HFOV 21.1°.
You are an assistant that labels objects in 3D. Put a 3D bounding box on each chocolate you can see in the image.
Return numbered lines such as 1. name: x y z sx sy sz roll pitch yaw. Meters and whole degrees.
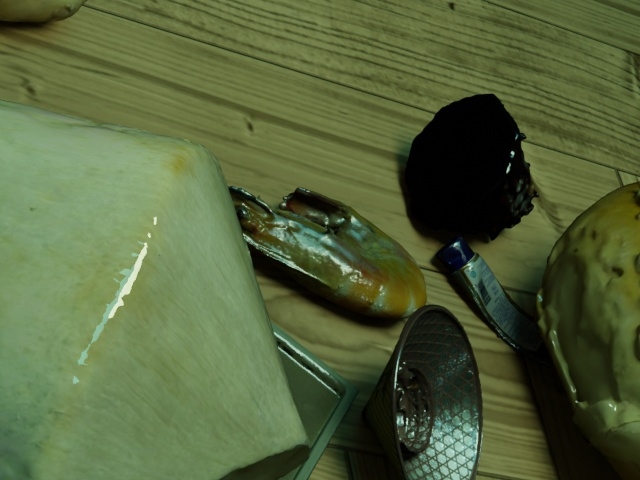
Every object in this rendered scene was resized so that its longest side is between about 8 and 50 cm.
1. chocolate: 0.181 -0.064 1.830 0.133 0.156 0.156 25 37 -42

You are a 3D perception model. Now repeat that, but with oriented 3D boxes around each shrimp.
1. shrimp: 0.000 0.000 1.665 0.248 0.068 0.150 24 27 -27

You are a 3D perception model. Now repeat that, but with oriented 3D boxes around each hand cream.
1. hand cream: 0.186 0.063 1.778 0.163 0.039 0.062 46 36 -1

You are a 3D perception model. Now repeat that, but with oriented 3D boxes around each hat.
1. hat: 0.075 0.155 1.560 0.193 0.082 0.193 12 76 -61

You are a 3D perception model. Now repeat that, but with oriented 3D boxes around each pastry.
1. pastry: 0.404 0.110 1.719 0.409 0.245 0.409 28 38 -25

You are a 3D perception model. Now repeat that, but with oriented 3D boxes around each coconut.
1. coconut: -0.203 0.093 1.169 0.415 0.345 0.415 4 51 -5

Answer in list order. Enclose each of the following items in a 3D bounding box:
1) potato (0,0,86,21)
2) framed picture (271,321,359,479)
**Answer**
1. potato: -0.324 -0.283 1.621 0.234 0.128 0.161 37 41 -13
2. framed picture: -0.128 0.104 1.483 0.315 0.024 0.232 39 37 -3
